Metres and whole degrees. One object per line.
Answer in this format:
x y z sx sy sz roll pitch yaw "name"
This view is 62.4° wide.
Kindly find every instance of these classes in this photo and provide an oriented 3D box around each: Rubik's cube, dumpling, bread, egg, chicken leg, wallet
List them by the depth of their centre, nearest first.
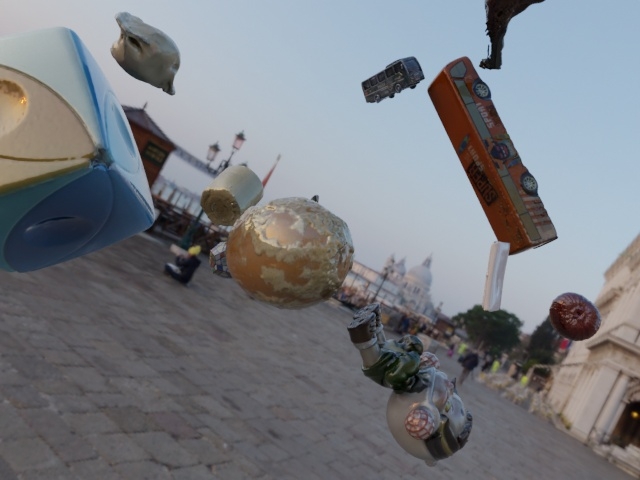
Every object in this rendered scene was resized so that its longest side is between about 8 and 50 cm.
0.337 -0.406 0.917 0.105 0.051 0.253 16 -36 -11 "chicken leg"
0.306 0.063 0.927 0.025 0.122 0.061 10 4 32 "wallet"
-0.059 0.024 0.936 0.245 0.203 0.203 -2 -19 30 "egg"
-0.350 -0.379 1.057 0.136 0.118 0.199 55 -5 32 "dumpling"
-0.569 -0.169 1.073 0.351 0.352 0.347 86 -18 -71 "Rubik's cube"
-0.263 0.056 1.504 0.111 0.093 0.111 9 -27 5 "Rubik's cube"
-0.259 -0.130 1.540 0.148 0.141 0.134 -13 -60 38 "bread"

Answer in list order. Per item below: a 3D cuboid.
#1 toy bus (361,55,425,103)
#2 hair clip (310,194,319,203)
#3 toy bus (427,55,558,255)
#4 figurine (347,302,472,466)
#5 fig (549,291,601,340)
0.149 -0.337 1.121 0.166 0.047 0.065 -5 -73 62 "toy bus"
0.000 0.000 1.323 0.070 0.230 0.039 -18 -1 -39 "hair clip"
0.335 -0.170 1.049 0.409 0.092 0.093 68 -22 11 "toy bus"
0.184 0.307 1.104 0.370 0.167 0.281 56 22 -6 "figurine"
0.633 0.192 1.298 0.153 0.119 0.119 21 3 -43 "fig"
